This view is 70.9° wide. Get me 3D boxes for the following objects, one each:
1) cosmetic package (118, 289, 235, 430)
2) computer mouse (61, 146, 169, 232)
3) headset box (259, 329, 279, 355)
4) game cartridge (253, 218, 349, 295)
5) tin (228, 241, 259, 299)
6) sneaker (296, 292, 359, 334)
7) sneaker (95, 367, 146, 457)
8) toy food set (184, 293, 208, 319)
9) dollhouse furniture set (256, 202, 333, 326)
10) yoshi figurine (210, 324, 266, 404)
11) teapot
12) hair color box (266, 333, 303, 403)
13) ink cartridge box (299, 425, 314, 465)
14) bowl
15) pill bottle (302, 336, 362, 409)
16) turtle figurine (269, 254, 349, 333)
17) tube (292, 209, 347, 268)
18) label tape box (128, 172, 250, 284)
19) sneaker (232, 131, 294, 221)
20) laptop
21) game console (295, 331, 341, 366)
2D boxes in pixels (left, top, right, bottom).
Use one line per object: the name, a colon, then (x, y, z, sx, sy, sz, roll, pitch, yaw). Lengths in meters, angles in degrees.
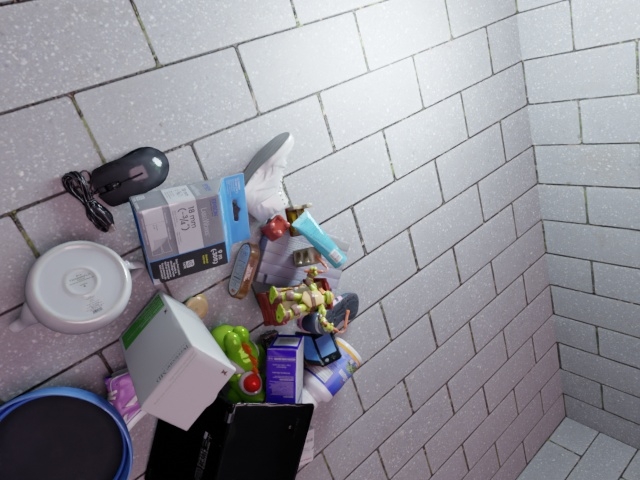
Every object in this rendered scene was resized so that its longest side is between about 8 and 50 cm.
cosmetic package: (-0.399, 0.307, 1.220, 0.197, 0.366, 0.155, -51, 123, -9)
computer mouse: (-0.529, -0.160, 1.233, 0.272, 0.072, 0.188, -39, 118, -24)
headset box: (-0.179, 0.362, 1.609, 0.062, 0.032, 0.083, -18, 108, -33)
game cartridge: (-0.064, 0.066, 1.622, 0.355, 0.068, 0.230, 17, 85, -37)
tin: (-0.251, 0.097, 1.463, 0.040, 0.106, 0.189, 18, 87, -29)
sneaker: (0.033, 0.266, 1.709, 0.319, 0.131, 0.112, -13, 99, -57)
sneaker: (-0.600, 0.479, 1.300, 0.282, 0.102, 0.161, -46, 110, -24)
toy food set: (-0.398, 0.216, 1.431, 0.083, 0.020, 0.083, -18, 109, -32)
dollhouse furniture set: (-0.109, 0.079, 1.493, 0.201, 0.152, 0.373, -11, 88, -33)
yoshi figurine: (-0.280, 0.415, 1.495, 0.203, 0.203, 0.361, -1, 120, 4)
teapot: (-0.617, 0.131, 1.163, 0.256, 0.187, 0.252, 20, 59, -20)
hair color box: (-0.119, 0.505, 1.515, 0.110, 0.185, 0.338, 0, 92, 4)
ink cartridge box: (-0.080, 0.794, 1.747, 0.099, 0.056, 0.135, -3, 100, -35)
bowl: (-0.696, 0.570, 1.174, 0.392, 0.077, 0.390, -1, 96, -14)
pill bottle: (0.018, 0.512, 1.705, 0.272, 0.152, 0.152, -45, 121, -21)
turtle figurine: (-0.044, 0.173, 1.377, 0.218, 0.087, 0.269, -3, 61, -29)
tube: (0.000, 0.000, 1.457, 0.207, 0.052, 0.080, 48, 52, -11)
label tape box: (-0.350, -0.039, 1.308, 0.334, 0.106, 0.240, -17, 126, -25)
sneaker: (-0.153, -0.202, 1.484, 0.169, 0.108, 0.292, 41, 84, -35)
laptop: (-0.290, 0.636, 1.415, 0.236, 0.408, 0.381, 5, 101, -63)
game console: (-0.008, 0.383, 1.656, 0.124, 0.144, 0.085, -27, 140, 3)
